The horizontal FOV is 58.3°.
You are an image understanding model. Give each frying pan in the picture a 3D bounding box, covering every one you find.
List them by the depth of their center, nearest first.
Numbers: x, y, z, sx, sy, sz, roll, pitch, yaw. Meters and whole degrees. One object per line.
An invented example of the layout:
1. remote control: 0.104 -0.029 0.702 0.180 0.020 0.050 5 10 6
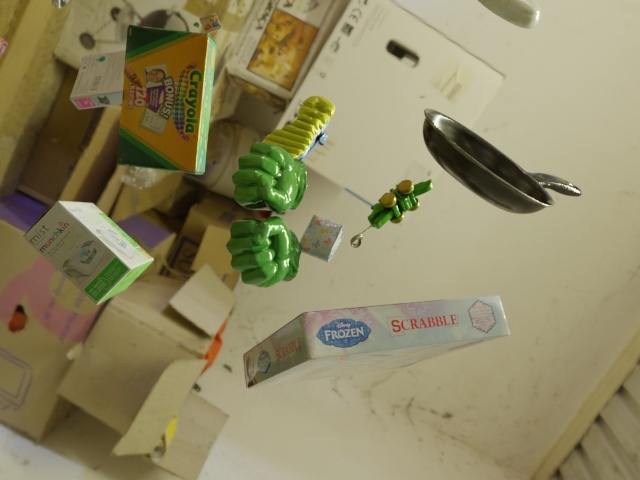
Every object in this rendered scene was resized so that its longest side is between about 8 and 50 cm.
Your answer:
1. frying pan: 0.236 -0.103 0.770 0.053 0.197 0.326 -54 159 24

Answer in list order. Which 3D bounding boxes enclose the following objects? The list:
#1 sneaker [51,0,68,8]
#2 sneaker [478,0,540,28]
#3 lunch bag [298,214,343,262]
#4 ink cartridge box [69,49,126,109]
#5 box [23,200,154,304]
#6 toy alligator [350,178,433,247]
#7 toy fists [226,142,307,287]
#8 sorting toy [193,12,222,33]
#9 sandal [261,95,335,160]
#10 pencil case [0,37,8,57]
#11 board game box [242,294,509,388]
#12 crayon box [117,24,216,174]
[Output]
1. sneaker: -0.750 -0.833 1.840 0.101 0.152 0.269 133 -27 -59
2. sneaker: 0.319 -0.521 1.048 0.105 0.290 0.123 -25 164 -41
3. lunch bag: 0.000 0.000 1.166 0.053 0.071 0.083 92 21 -56
4. ink cartridge box: -0.598 -0.503 1.760 0.065 0.310 0.186 65 23 -57
5. box: -0.566 0.024 1.430 0.127 0.231 0.262 -45 -175 -1
6. toy alligator: 0.119 -0.059 1.038 0.189 0.056 0.051 -37 -138 -5
7. toy fists: -0.103 -0.049 1.108 0.096 0.142 0.280 1 -95 48
8. sorting toy: -0.368 -0.699 1.856 0.083 0.062 0.012 -24 167 -10
9. sandal: -0.061 -0.282 1.671 0.317 0.126 0.138 -47 157 -31
10. pencil case: -0.720 -0.408 1.033 0.124 0.284 0.124 -37 -152 24
11. board game box: 0.069 0.166 0.911 0.318 0.317 0.066 138 -54 -60
12. crayon box: -0.315 -0.284 1.182 0.081 0.165 0.279 -75 172 -84
